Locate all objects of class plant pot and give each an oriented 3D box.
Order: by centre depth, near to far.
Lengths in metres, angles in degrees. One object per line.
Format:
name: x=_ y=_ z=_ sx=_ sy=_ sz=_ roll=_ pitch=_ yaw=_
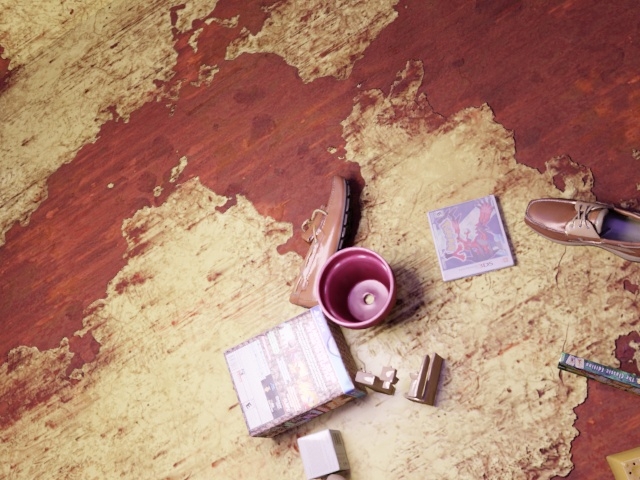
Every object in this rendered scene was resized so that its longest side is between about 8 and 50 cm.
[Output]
plant pot: x=0.674 y=0.493 z=1.329 sx=0.081 sy=0.083 sz=0.081 roll=-21 pitch=66 yaw=11
plant pot: x=0.108 y=0.138 z=1.587 sx=0.201 sy=0.180 sz=0.201 roll=-6 pitch=69 yaw=17

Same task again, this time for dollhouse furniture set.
dollhouse furniture set: x=0.197 y=0.319 z=1.531 sx=0.151 sy=0.144 sz=0.123 roll=4 pitch=68 yaw=35

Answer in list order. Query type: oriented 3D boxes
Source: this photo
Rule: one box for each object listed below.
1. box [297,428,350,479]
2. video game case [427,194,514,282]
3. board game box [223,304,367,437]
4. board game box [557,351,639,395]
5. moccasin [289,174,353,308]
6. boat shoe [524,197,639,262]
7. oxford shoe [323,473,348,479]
box: x=0.008 y=0.527 z=1.529 sx=0.087 sy=0.101 sz=0.102 roll=-21 pitch=67 yaw=11
video game case: x=0.391 y=-0.006 z=1.629 sx=0.183 sy=0.023 sz=0.201 roll=-15 pitch=68 yaw=13
board game box: x=-0.066 y=0.341 z=1.596 sx=0.291 sy=0.141 sz=0.232 roll=-26 pitch=66 yaw=8
board game box: x=0.661 y=0.308 z=1.369 sx=0.260 sy=0.136 sz=0.030 roll=16 pitch=81 yaw=23
moccasin: x=0.001 y=0.000 z=1.705 sx=0.147 sy=0.139 sz=0.380 roll=12 pitch=85 yaw=13
boat shoe: x=0.663 y=-0.045 z=1.498 sx=0.324 sy=0.120 sz=0.122 roll=15 pitch=77 yaw=22
oxford shoe: x=0.172 y=0.616 z=1.443 sx=0.348 sy=0.123 sz=0.130 roll=23 pitch=77 yaw=13
